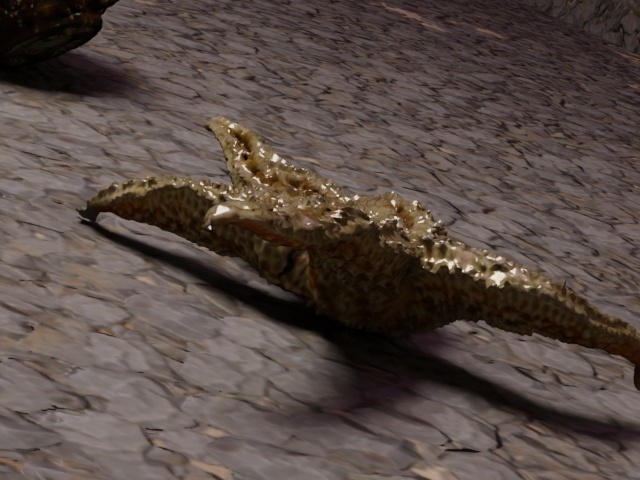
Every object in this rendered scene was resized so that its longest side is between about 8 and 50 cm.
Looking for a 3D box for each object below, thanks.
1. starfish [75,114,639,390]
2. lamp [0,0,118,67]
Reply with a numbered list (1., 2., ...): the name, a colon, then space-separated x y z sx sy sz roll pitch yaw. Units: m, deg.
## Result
1. starfish: -0.010 -0.001 1.016 0.301 0.084 0.293 11 10 -35
2. lamp: -0.243 -0.243 1.415 0.227 0.227 0.227 16 14 -4
